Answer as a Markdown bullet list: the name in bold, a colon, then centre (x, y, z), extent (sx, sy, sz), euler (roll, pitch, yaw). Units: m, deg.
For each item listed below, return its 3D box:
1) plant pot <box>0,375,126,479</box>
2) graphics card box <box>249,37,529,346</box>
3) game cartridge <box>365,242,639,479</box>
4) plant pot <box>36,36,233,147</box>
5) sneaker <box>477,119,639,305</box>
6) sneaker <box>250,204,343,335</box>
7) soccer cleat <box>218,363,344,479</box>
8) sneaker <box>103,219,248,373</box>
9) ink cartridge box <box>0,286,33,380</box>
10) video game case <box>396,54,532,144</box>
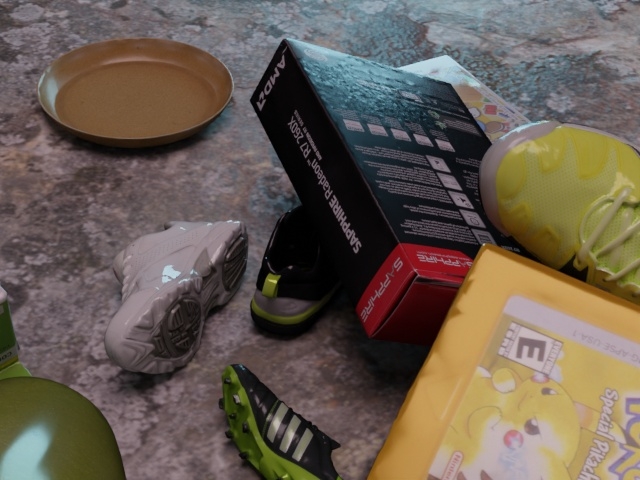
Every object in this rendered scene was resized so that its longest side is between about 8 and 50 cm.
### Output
- **plant pot**: centre (-0.240, 0.223, 0.909), extent (0.274, 0.275, 0.293), euler (5, 24, 2)
- **graphics card box**: centre (0.094, -0.045, 1.297), extent (0.232, 0.094, 0.371), euler (9, 37, -33)
- **game cartridge**: centre (0.218, 0.181, 1.020), extent (0.323, 0.053, 0.285), euler (22, 70, 18)
- **plant pot**: centre (-0.223, -0.176, 1.583), extent (0.236, 0.032, 0.236), euler (2, 37, -1)
- **sneaker**: centre (0.311, 0.020, 1.137), extent (0.384, 0.145, 0.147), euler (32, 6, -9)
- **sneaker**: centre (0.000, 0.000, 1.315), extent (0.084, 0.097, 0.235), euler (14, 39, 14)
- **soccer cleat**: centre (-0.029, 0.174, 1.128), extent (0.072, 0.060, 0.179), euler (-10, 45, -31)
- **sneaker**: centre (-0.160, 0.051, 1.262), extent (0.115, 0.090, 0.232), euler (10, 29, 19)
- **ink cartridge box**: centre (-0.337, 0.118, 1.105), extent (0.188, 0.097, 0.255), euler (-32, 56, -28)
- **video game case**: centre (0.131, -0.143, 1.569), extent (0.206, 0.026, 0.227), euler (-18, 43, -25)
